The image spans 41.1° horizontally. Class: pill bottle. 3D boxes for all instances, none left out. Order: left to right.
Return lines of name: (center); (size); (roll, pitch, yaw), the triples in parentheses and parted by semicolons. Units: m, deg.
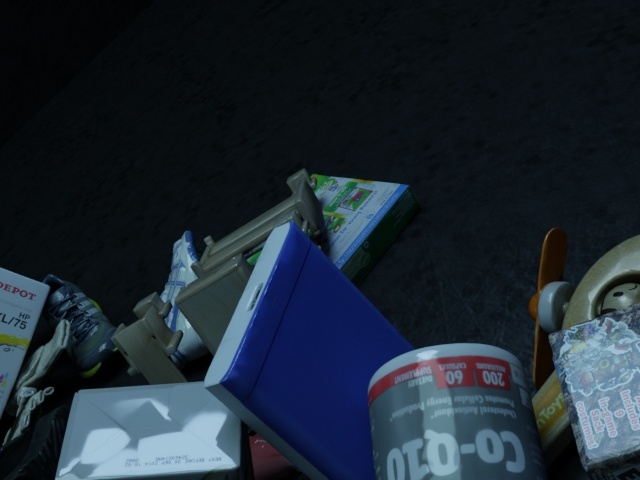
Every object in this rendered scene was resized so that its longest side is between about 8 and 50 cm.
pill bottle: (0.134, 0.253, 0.783); (0.161, 0.161, 0.283); (-21, 52, 22)

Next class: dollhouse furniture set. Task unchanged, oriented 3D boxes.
dollhouse furniture set: (-0.110, 0.075, 1.300); (0.303, 0.174, 0.355); (-30, 15, 12)

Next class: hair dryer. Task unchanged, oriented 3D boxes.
hair dryer: (-0.074, 0.236, 1.056); (0.223, 0.080, 0.293); (-42, 13, -8)

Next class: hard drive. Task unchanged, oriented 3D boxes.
hard drive: (0.031, 0.160, 0.901); (0.040, 0.319, 0.210); (-22, 33, 38)

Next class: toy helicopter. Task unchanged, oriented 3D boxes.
toy helicopter: (0.271, 0.134, 0.904); (0.355, 0.140, 0.235); (-49, 39, 1)

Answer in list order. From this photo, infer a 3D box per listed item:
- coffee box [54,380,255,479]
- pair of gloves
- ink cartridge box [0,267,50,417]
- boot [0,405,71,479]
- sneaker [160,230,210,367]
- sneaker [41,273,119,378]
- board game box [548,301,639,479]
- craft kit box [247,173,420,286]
coffee box: (-0.150, 0.292, 0.885); (0.168, 0.297, 0.119); (-3, 36, -1)
pair of gloves: (-0.493, 0.265, 1.430); (0.204, 0.042, 0.240); (-47, 27, 34)
ink cartridge box: (-0.639, 0.175, 1.512); (0.197, 0.198, 0.270); (-10, 60, 57)
boot: (-0.460, 0.389, 1.166); (0.260, 0.131, 0.348); (-29, 14, 7)
sneaker: (-0.236, 0.092, 1.440); (0.131, 0.112, 0.296); (-32, 31, 6)
sneaker: (-0.445, 0.151, 1.546); (0.111, 0.121, 0.300); (-45, 33, -15)
board game box: (0.371, 0.147, 0.688); (0.291, 0.232, 0.141); (-24, 34, 19)
craft kit box: (0.000, 0.000, 1.397); (0.246, 0.061, 0.250); (15, 57, 48)
